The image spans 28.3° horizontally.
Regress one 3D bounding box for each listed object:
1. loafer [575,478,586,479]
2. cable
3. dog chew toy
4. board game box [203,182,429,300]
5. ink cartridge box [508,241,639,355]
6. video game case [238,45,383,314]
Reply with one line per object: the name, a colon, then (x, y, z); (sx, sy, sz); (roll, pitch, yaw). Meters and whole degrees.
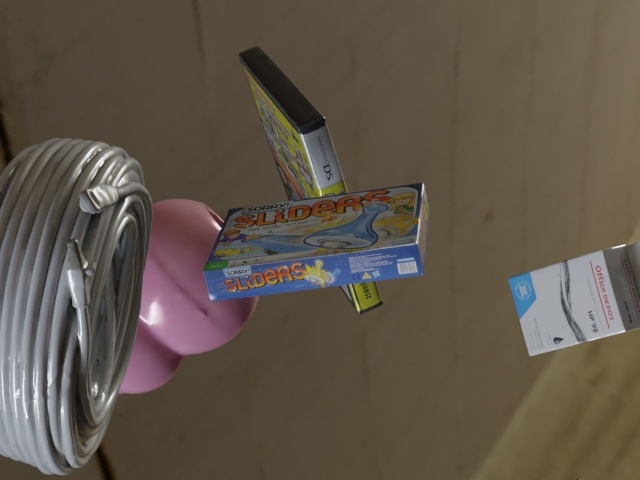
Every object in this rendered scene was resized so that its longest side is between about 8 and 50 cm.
loafer: (0.230, 0.145, 0.634); (0.076, 0.223, 0.078); (-152, 59, -83)
cable: (-0.196, 0.050, 0.974); (0.257, 0.089, 0.257); (-77, -4, -73)
dog chew toy: (-0.238, 0.101, 1.644); (0.332, 0.206, 0.206); (-42, -22, 3)
board game box: (0.000, 0.000, 1.210); (0.136, 0.201, 0.035); (-77, -24, -63)
ink cartridge box: (0.327, 0.069, 1.547); (0.060, 0.180, 0.104); (-7, -101, -47)
video game case: (-0.014, -0.077, 1.504); (0.035, 0.275, 0.248); (-23, -60, -7)
